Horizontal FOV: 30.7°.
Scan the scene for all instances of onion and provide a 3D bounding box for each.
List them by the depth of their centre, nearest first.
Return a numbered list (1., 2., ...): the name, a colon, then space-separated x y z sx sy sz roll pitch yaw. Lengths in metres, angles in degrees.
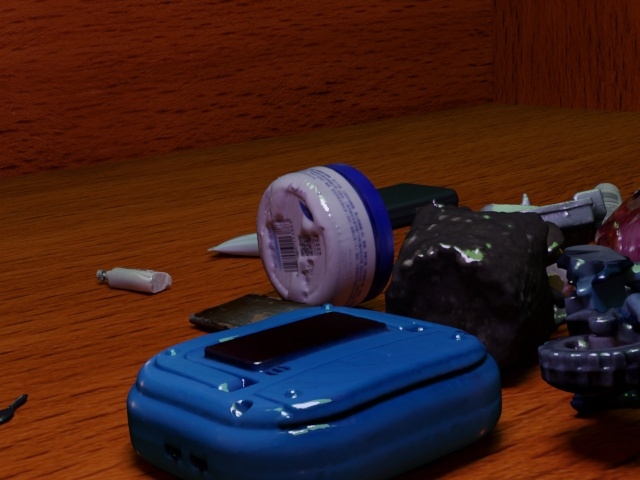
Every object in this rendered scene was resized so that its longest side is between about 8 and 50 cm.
1. onion: 0.520 -0.026 1.737 0.230 0.163 0.230 -6 19 2

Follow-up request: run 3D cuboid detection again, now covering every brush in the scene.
1. brush: -0.350 0.190 1.317 0.024 0.008 0.083 -4 12 13

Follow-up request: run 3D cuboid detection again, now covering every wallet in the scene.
1. wallet: -0.063 0.111 1.561 0.122 0.031 0.232 -19 18 -39

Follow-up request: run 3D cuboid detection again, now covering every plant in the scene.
1. plant: 0.195 0.048 1.413 0.199 0.188 0.276 4 14 24

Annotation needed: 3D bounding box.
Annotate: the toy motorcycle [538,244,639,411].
1. toy motorcycle: 0.364 0.087 1.235 0.232 0.172 0.416 -5 2 18

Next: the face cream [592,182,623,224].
1. face cream: 0.512 -0.045 2.081 0.092 0.058 0.244 6 20 12

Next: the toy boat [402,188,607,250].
1. toy boat: 0.288 -0.015 1.851 0.319 0.092 0.141 -11 -16 2

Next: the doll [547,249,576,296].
1. doll: 0.314 0.044 1.658 0.129 0.081 0.207 18 13 7

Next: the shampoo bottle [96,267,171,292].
1. shampoo bottle: -0.302 0.060 1.837 0.141 0.034 0.049 4 20 36

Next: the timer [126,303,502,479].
1. timer: -0.007 0.153 1.174 0.340 0.115 0.309 -13 13 -38

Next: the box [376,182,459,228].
1. box: 0.140 -0.067 2.261 0.230 0.050 0.160 -14 17 -41

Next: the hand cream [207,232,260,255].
1. hand cream: -0.089 0.006 2.002 0.205 0.050 0.078 -2 12 23

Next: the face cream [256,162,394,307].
1. face cream: 0.000 0.000 1.634 0.111 0.206 0.206 -13 16 -36
